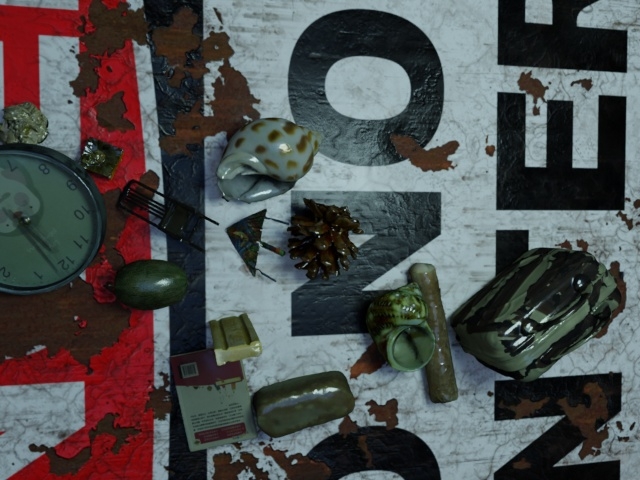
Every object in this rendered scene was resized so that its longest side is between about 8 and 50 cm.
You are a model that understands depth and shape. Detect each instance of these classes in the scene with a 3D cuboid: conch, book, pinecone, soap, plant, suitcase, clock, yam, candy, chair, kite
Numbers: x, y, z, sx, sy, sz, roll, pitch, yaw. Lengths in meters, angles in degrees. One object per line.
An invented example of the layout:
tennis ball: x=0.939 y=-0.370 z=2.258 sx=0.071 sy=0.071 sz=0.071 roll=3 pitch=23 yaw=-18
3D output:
conch: x=-0.107 y=-0.193 z=1.279 sx=0.274 sy=0.183 sz=0.149 roll=-6 pitch=62 yaw=-18
book: x=-0.247 y=0.364 z=1.322 sx=0.162 sy=0.022 sz=0.232 roll=-11 pitch=95 yaw=-1
pinecone: x=0.003 y=-0.002 z=1.296 sx=0.150 sy=0.179 sz=0.195 roll=-15 pitch=121 yaw=-40
soap: x=-0.187 y=0.208 z=1.223 sx=0.092 sy=0.252 sz=0.037 roll=-11 pitch=98 yaw=-12
plant: x=-0.652 y=-0.239 z=1.209 sx=0.122 sy=0.104 sz=0.116 roll=12 pitch=52 yaw=14
suitcase: x=0.513 y=0.176 z=1.327 sx=0.351 sy=0.339 sz=0.194 roll=-38 pitch=99 yaw=-9
clock: x=-0.614 y=-0.039 z=1.181 sx=0.318 sy=0.066 sz=0.319 roll=-4 pitch=107 yaw=-14
yam: x=0.281 y=0.229 z=1.413 sx=0.081 sy=0.081 sz=0.357 roll=-12 pitch=94 yaw=-12
conch: x=0.197 y=0.198 z=1.360 sx=0.187 sy=0.124 sz=0.181 roll=30 pitch=109 yaw=-11
candy: x=-0.040 y=0.381 z=1.336 sx=0.234 sy=0.104 sz=0.102 roll=-15 pitch=100 yaw=-11
chair: x=-0.345 y=-0.059 z=1.277 sx=0.212 sy=0.101 sz=0.084 roll=25 pitch=85 yaw=25
kite: x=-0.151 y=0.002 z=1.313 sx=0.160 sy=0.010 sz=0.183 roll=21 pitch=118 yaw=14

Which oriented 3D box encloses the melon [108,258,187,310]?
melon: x=-0.378 y=0.097 z=1.247 sx=0.167 sy=0.114 sz=0.114 roll=0 pitch=92 yaw=-15

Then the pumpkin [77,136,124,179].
pumpkin: x=-0.484 y=-0.181 z=1.247 sx=0.083 sy=0.054 sz=0.074 roll=21 pitch=83 yaw=-7
